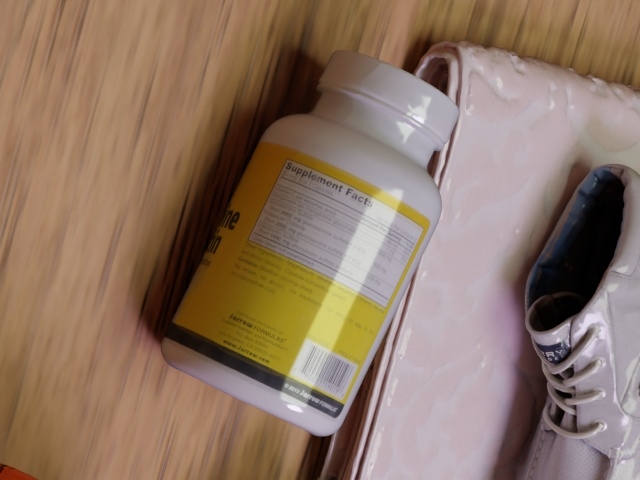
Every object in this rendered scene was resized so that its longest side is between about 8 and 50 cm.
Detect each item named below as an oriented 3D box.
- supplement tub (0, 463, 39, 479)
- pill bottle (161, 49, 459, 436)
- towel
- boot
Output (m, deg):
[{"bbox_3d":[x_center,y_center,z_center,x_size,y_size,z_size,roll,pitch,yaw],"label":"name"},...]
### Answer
[{"bbox_3d":[-0.180,0.276,0.736,0.338,0.207,0.207,-53,138,-20],"label":"supplement tub"},{"bbox_3d":[0.000,0.000,0.902,0.103,0.103,0.184,33,81,-50],"label":"pill bottle"},{"bbox_3d":[0.138,0.047,1.119,0.332,0.053,0.317,6,103,-49],"label":"towel"},{"bbox_3d":[0.154,0.082,1.057,0.123,0.095,0.258,31,75,-43],"label":"boot"}]
